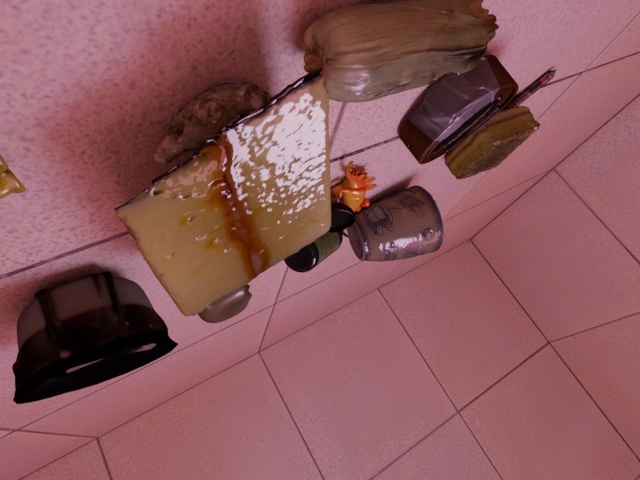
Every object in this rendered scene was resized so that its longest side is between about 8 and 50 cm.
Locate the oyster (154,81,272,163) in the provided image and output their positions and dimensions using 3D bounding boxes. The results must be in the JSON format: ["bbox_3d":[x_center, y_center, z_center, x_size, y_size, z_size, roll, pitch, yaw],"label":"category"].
[{"bbox_3d":[-0.145,-0.153,0.582,0.191,0.081,0.163,-27,166,-3],"label":"oyster"}]

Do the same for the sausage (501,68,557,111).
[{"bbox_3d":[0.589,-0.421,1.156,0.198,0.025,0.028,-40,125,23],"label":"sausage"}]

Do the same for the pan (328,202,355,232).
[{"bbox_3d":[-0.011,-0.062,1.007,0.212,0.040,0.115,6,148,-29],"label":"pan"}]

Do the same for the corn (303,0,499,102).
[{"bbox_3d":[0.120,-0.286,0.581,0.306,0.123,0.122,-26,159,-21],"label":"corn"}]

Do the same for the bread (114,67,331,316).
[{"bbox_3d":[-0.164,-0.083,0.649,0.346,0.242,0.404,-27,144,-9],"label":"bread"}]

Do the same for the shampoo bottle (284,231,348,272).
[{"bbox_3d":[0.000,0.000,1.145,0.101,0.101,0.284,-42,176,30],"label":"shampoo bottle"}]

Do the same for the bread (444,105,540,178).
[{"bbox_3d":[0.500,-0.292,1.201,0.185,0.110,0.234,-21,165,-16],"label":"bread"}]

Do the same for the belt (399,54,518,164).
[{"bbox_3d":[0.304,-0.291,0.910,0.261,0.105,0.184,-39,163,30],"label":"belt"}]

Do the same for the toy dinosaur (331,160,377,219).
[{"bbox_3d":[0.087,-0.129,1.036,0.117,0.070,0.288,-19,155,-18],"label":"toy dinosaur"}]

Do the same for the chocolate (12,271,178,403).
[{"bbox_3d":[-0.446,0.172,0.776,0.284,0.186,0.283,-22,168,-5],"label":"chocolate"}]

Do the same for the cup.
[{"bbox_3d":[0.215,-0.045,1.327,0.257,0.227,0.301,-14,-172,-11],"label":"cup"}]

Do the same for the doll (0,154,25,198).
[{"bbox_3d":[-0.441,-0.026,0.397,0.241,0.098,0.135,-23,-177,-22],"label":"doll"}]

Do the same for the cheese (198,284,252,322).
[{"bbox_3d":[-0.281,0.169,1.190,0.176,0.091,0.202,-21,160,-35],"label":"cheese"}]
